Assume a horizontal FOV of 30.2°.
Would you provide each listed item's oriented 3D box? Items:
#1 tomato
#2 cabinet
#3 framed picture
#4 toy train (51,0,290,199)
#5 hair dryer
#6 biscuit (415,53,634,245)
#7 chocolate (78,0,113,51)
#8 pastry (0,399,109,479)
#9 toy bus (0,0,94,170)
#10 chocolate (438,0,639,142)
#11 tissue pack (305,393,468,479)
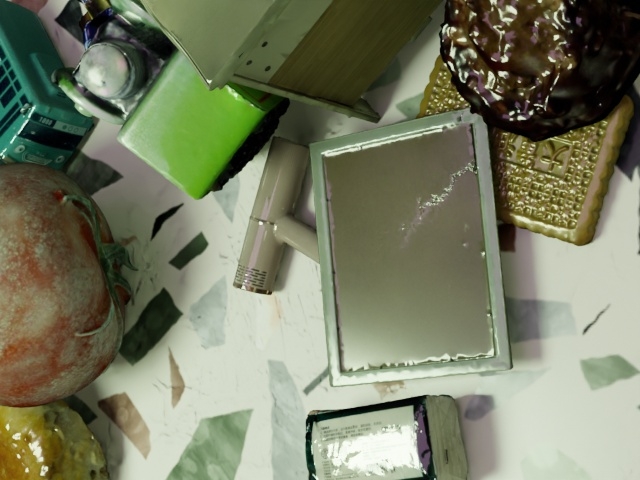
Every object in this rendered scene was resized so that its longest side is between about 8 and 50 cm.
[{"bbox_3d":[-0.383,0.055,1.534,0.282,0.317,0.317,-13,75,1],"label":"tomato"},{"bbox_3d":[0.002,-0.318,1.301,0.290,0.318,0.227,-49,62,21],"label":"cabinet"},{"bbox_3d":[0.098,0.011,1.335,0.231,0.018,0.293,-9,81,31],"label":"framed picture"},{"bbox_3d":[-0.164,-0.191,1.419,0.249,0.307,0.173,36,107,-3],"label":"toy train"},{"bbox_3d":[0.006,-0.011,1.423,0.220,0.053,0.195,17,94,35],"label":"hair dryer"},{"bbox_3d":[0.206,-0.108,1.306,0.254,0.029,0.172,20,97,36],"label":"biscuit"},{"bbox_3d":[-0.305,-0.308,1.651,0.343,0.126,0.148,65,158,20],"label":"chocolate"},{"bbox_3d":[-0.396,0.318,1.627,0.236,0.121,0.257,-6,98,40],"label":"pastry"},{"bbox_3d":[-0.442,-0.224,1.724,0.147,0.128,0.256,-44,60,22],"label":"toy bus"},{"bbox_3d":[0.206,-0.226,1.200,0.224,0.177,0.206,-17,67,25],"label":"chocolate"},{"bbox_3d":[0.070,0.232,1.325,0.170,0.090,0.103,-13,77,32],"label":"tissue pack"}]
